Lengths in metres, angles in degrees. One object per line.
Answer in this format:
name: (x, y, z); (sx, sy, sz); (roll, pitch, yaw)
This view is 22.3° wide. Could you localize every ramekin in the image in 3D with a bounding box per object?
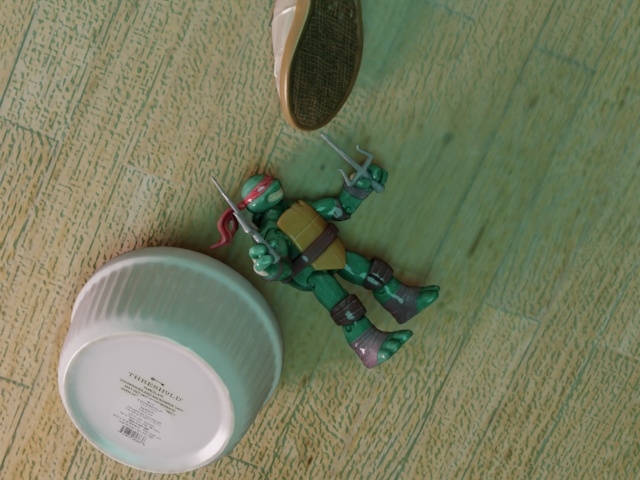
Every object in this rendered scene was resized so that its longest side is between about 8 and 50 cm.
ramekin: (-0.144, 0.119, 1.506); (0.207, 0.109, 0.207); (6, 124, 9)

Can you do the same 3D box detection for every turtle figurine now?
turtle figurine: (0.000, 0.000, 1.504); (0.234, 0.118, 0.175); (47, 62, -9)

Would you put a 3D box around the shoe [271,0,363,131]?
shoe: (-0.002, -0.206, 1.459); (0.076, 0.058, 0.219); (-3, 116, -24)
